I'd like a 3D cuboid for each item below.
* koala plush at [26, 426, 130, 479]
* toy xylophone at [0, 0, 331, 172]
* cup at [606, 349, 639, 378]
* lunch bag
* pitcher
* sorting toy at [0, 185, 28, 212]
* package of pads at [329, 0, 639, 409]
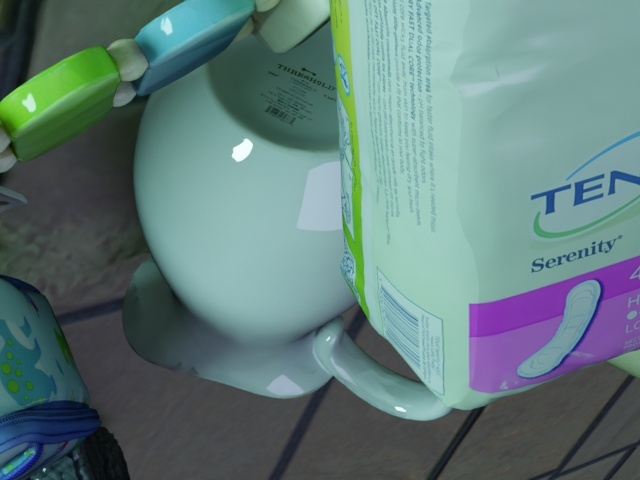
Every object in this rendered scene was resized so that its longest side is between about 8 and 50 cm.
[{"bbox_3d":[-0.204,0.194,0.813,0.221,0.203,0.196,-18,152,-3],"label":"koala plush"},{"bbox_3d":[-0.145,-0.032,0.496,0.323,0.081,0.236,-30,-176,-1],"label":"toy xylophone"},{"bbox_3d":[0.198,-0.056,0.746,0.331,0.237,0.331,-25,152,-14],"label":"cup"},{"bbox_3d":[-0.210,0.092,0.655,0.219,0.090,0.176,-24,173,-2],"label":"lunch bag"},{"bbox_3d":[0.000,0.000,0.706,0.207,0.178,0.125,107,7,-55],"label":"pitcher"},{"bbox_3d":[-0.163,-0.005,0.664,0.083,0.045,0.075,-42,159,19],"label":"sorting toy"},{"bbox_3d":[0.147,-0.090,0.492,0.296,0.101,0.229,-19,134,-14],"label":"package of pads"}]
